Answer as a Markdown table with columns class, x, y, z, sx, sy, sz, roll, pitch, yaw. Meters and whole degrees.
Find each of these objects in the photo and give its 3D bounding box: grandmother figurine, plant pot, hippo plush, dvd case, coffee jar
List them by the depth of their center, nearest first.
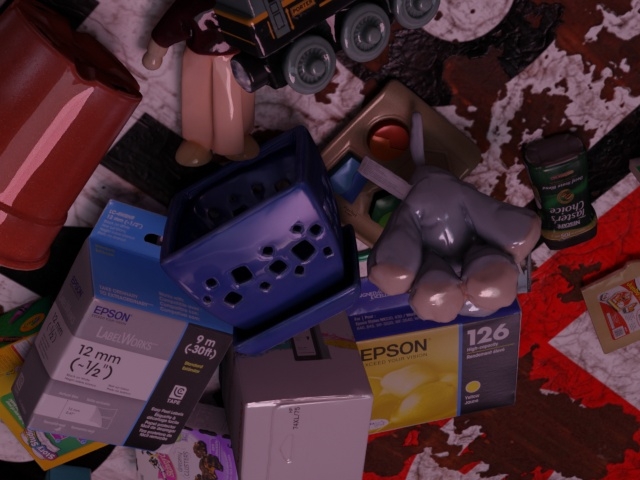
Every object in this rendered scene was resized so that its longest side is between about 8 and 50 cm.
| class | x | y | z | sx | sy | sz | roll | pitch | yaw |
| --- | --- | --- | --- | --- | --- | --- | --- | --- | --- |
| plant pot | -0.387 | -0.149 | 1.542 | 0.272 | 0.272 | 0.265 | 33 | 105 | -31 |
| grandmother figurine | -0.134 | -0.264 | 1.606 | 0.207 | 0.104 | 0.342 | -14 | 131 | -17 |
| plant pot | -0.069 | 0.008 | 1.690 | 0.236 | 0.236 | 0.212 | -28 | 112 | 11 |
| hippo plush | 0.169 | 0.025 | 1.748 | 0.234 | 0.294 | 0.236 | -43 | 159 | -14 |
| coffee jar | 0.381 | -0.072 | 1.882 | 0.096 | 0.079 | 0.184 | -19 | 128 | 1 |
| dvd case | 0.290 | 0.047 | 1.968 | 0.119 | 0.013 | 0.087 | -3 | 100 | -12 |

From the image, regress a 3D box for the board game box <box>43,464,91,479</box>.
| class | x | y | z | sx | sy | sz | roll | pitch | yaw |
| --- | --- | --- | --- | --- | --- | --- | --- | --- | --- |
| board game box | -0.449 | 0.589 | 2.012 | 0.079 | 0.336 | 0.254 | 11 | 123 | -21 |

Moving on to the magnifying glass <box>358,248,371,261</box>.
| class | x | y | z | sx | sy | sz | roll | pitch | yaw |
| --- | --- | --- | --- | --- | --- | --- | --- | --- | --- |
| magnifying glass | 0.000 | 0.000 | 1.879 | 0.231 | 0.026 | 0.092 | -5 | 127 | -9 |

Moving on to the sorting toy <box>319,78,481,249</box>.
| class | x | y | z | sx | sy | sz | roll | pitch | yaw |
| --- | --- | --- | --- | --- | --- | --- | --- | --- | --- |
| sorting toy | 0.139 | -0.079 | 1.825 | 0.307 | 0.041 | 0.229 | 35 | 107 | -30 |

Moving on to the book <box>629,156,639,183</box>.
| class | x | y | z | sx | sy | sz | roll | pitch | yaw |
| --- | --- | --- | --- | --- | --- | --- | --- | --- | --- |
| book | 0.576 | -0.110 | 1.890 | 0.144 | 0.096 | 0.035 | -13 | 128 | -5 |

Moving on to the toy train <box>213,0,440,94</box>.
| class | x | y | z | sx | sy | sz | roll | pitch | yaw |
| --- | --- | --- | --- | --- | --- | --- | --- | --- | --- |
| toy train | 0.013 | -0.325 | 1.525 | 0.334 | 0.142 | 0.190 | -34 | 127 | -17 |

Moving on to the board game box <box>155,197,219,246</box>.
| class | x | y | z | sx | sy | sz | roll | pitch | yaw |
| --- | --- | --- | --- | --- | --- | --- | --- | --- | --- |
| board game box | -0.197 | -0.016 | 1.822 | 0.090 | 0.020 | 0.090 | 11 | 123 | -22 |

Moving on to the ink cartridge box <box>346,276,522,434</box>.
| class | x | y | z | sx | sy | sz | roll | pitch | yaw |
| --- | --- | --- | --- | --- | --- | --- | --- | --- | --- |
| ink cartridge box | 0.190 | 0.183 | 2.035 | 0.303 | 0.072 | 0.307 | -10 | 129 | -7 |

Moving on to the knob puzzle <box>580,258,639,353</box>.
| class | x | y | z | sx | sy | sz | roll | pitch | yaw |
| --- | --- | --- | --- | --- | --- | --- | --- | --- | --- |
| knob puzzle | 0.561 | 0.097 | 2.081 | 0.213 | 0.030 | 0.213 | -6 | 127 | -8 |

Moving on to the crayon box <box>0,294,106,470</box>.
| class | x | y | z | sx | sy | sz | roll | pitch | yaw |
| --- | --- | --- | --- | --- | --- | --- | --- | --- | --- |
| crayon box | -0.437 | 0.233 | 1.911 | 0.165 | 0.081 | 0.278 | -23 | 128 | 4 |

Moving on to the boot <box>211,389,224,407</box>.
| class | x | y | z | sx | sy | sz | roll | pitch | yaw |
| --- | --- | --- | --- | --- | --- | --- | --- | --- | --- |
| boot | -0.164 | 0.300 | 2.050 | 0.121 | 0.045 | 0.099 | -12 | 123 | 2 |

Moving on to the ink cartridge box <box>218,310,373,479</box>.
| class | x | y | z | sx | sy | sz | roll | pitch | yaw |
| --- | --- | --- | --- | --- | --- | --- | --- | --- | --- |
| ink cartridge box | -0.047 | 0.231 | 1.884 | 0.197 | 0.270 | 0.198 | -3 | 127 | -11 |

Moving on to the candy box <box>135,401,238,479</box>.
| class | x | y | z | sx | sy | sz | roll | pitch | yaw |
| --- | --- | --- | --- | --- | --- | --- | --- | --- | --- |
| candy box | -0.212 | 0.354 | 2.016 | 0.196 | 0.070 | 0.165 | 10 | 126 | 10 |

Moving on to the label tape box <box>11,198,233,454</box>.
| class | x | y | z | sx | sy | sz | roll | pitch | yaw |
| --- | --- | --- | --- | --- | --- | --- | --- | --- | --- |
| label tape box | -0.273 | 0.139 | 1.791 | 0.249 | 0.115 | 0.348 | 19 | 110 | -35 |
